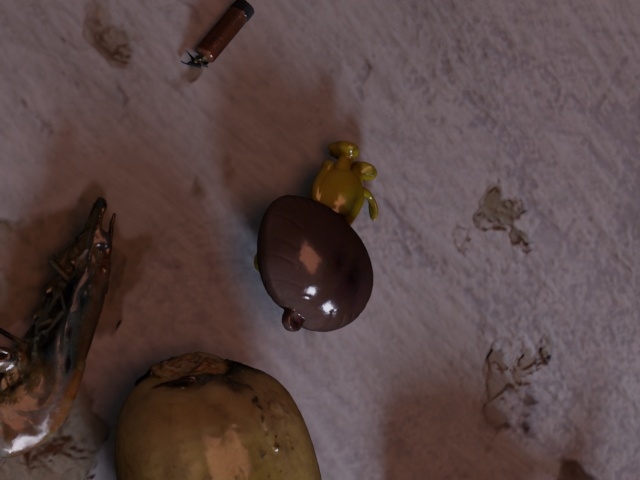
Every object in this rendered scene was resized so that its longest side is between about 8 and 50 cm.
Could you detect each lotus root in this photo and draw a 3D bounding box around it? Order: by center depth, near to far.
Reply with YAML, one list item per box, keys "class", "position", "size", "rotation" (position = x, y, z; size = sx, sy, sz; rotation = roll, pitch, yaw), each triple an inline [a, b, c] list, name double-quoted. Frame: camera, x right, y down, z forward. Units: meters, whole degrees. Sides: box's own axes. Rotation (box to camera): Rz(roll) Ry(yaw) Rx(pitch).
- class: "lotus root"
  position: [-0.081, 0.252, 1.630]
  size: [0.183, 0.183, 0.310]
  rotation: [-22, 106, -25]

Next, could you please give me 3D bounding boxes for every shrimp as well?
- class: "shrimp"
  position: [-0.261, 0.069, 1.597]
  size: [0.143, 0.052, 0.251]
  rotation: [26, 79, -22]

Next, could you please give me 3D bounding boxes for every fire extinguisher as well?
- class: "fire extinguisher"
  position: [-0.097, -0.192, 1.697]
  size: [0.028, 0.022, 0.083]
  rotation: [33, 72, 17]

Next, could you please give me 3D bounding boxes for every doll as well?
- class: "doll"
  position: [0.005, 0.005, 1.716]
  size: [0.188, 0.096, 0.145]
  rotation: [-51, 129, -44]
